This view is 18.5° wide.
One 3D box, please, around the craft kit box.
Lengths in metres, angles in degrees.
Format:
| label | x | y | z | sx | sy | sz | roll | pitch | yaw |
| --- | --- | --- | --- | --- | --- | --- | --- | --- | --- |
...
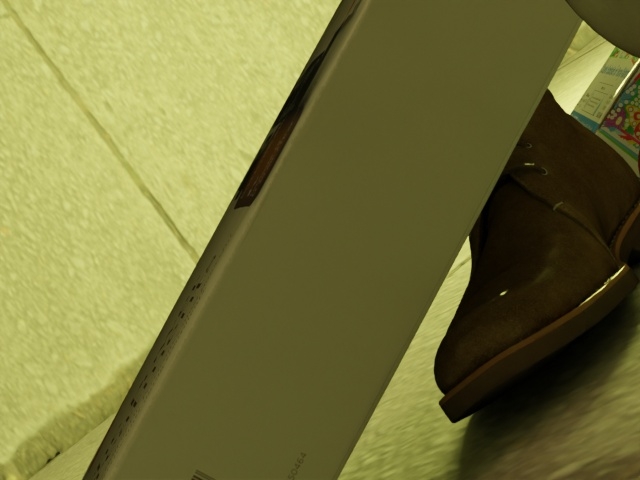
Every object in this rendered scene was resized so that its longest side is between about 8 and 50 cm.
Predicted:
| label | x | y | z | sx | sy | sz | roll | pitch | yaw |
| --- | --- | --- | --- | --- | --- | --- | --- | --- | --- |
| craft kit box | 0.266 | -0.164 | 1.406 | 0.246 | 0.061 | 0.250 | -60 | 0 | 7 |

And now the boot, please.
| label | x | y | z | sx | sy | sz | roll | pitch | yaw |
| --- | --- | --- | --- | --- | --- | --- | --- | --- | --- |
| boot | 0.098 | 0.000 | 1.012 | 0.112 | 0.115 | 0.305 | -33 | 5 | 23 |

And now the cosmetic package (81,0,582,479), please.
| label | x | y | z | sx | sy | sz | roll | pitch | yaw |
| --- | --- | --- | --- | --- | --- | --- | --- | --- | --- |
| cosmetic package | 0.000 | 0.000 | 0.984 | 0.377 | 0.097 | 0.284 | -62 | 3 | -4 |

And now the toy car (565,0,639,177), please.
| label | x | y | z | sx | sy | sz | roll | pitch | yaw |
| --- | --- | --- | --- | --- | --- | --- | --- | --- | --- |
| toy car | 0.162 | -0.102 | 0.637 | 0.210 | 0.238 | 0.219 | -36 | 3 | 12 |
